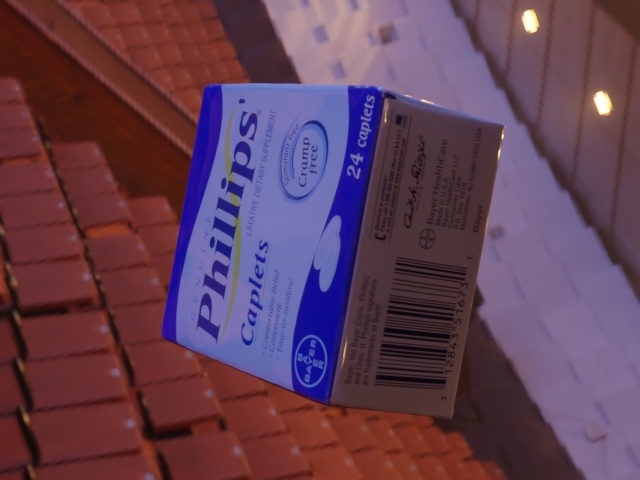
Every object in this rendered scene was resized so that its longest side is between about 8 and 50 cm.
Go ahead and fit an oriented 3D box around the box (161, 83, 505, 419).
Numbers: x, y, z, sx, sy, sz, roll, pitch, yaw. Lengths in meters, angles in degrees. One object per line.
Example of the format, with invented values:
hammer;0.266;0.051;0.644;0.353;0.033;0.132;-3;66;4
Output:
box;0.000;0.000;0.487;0.137;0.072;0.126;11;-90;54
